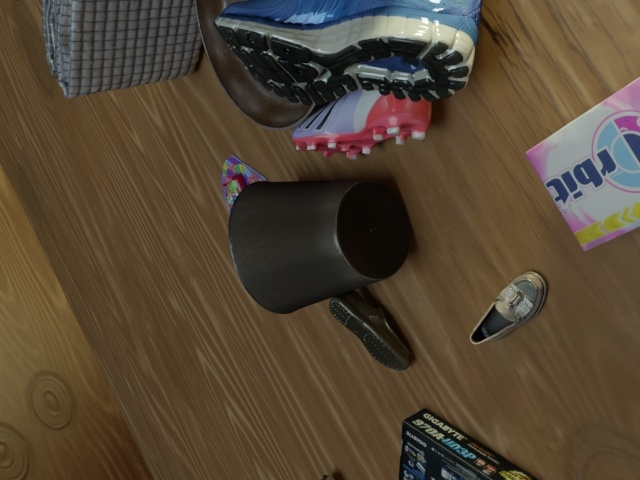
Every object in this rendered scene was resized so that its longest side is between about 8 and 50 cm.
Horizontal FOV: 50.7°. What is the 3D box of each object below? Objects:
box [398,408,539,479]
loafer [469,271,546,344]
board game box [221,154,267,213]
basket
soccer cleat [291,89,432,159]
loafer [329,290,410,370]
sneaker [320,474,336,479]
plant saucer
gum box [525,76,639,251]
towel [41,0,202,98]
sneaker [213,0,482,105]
[{"bbox_3d":[0.202,0.362,0.936,0.220,0.051,0.175,24,123,45],"label":"box"},{"bbox_3d":[0.213,0.084,0.776,0.045,0.039,0.125,52,144,22],"label":"loafer"},{"bbox_3d":[-0.138,-0.067,1.175,0.169,0.033,0.133,36,136,36],"label":"board game box"},{"bbox_3d":[0.000,0.000,0.927,0.227,0.154,0.204,-8,99,52],"label":"basket"},{"bbox_3d":[0.047,-0.159,0.840,0.248,0.083,0.095,-1,82,58],"label":"soccer cleat"},{"bbox_3d":[0.079,0.126,0.981,0.148,0.050,0.056,45,147,3],"label":"loafer"},{"bbox_3d":[0.033,0.549,1.283,0.086,0.085,0.237,2,110,25],"label":"sneaker"},{"bbox_3d":[-0.074,-0.308,0.928,0.311,0.050,0.310,30,131,41],"label":"plant saucer"},{"bbox_3d":[0.280,-0.079,0.565,0.107,0.062,0.188,61,146,7],"label":"gum box"},{"bbox_3d":[-0.303,-0.371,1.043,0.121,0.235,0.283,55,145,26],"label":"towel"},{"bbox_3d":[0.028,-0.240,0.745,0.330,0.147,0.130,11,158,32],"label":"sneaker"}]
